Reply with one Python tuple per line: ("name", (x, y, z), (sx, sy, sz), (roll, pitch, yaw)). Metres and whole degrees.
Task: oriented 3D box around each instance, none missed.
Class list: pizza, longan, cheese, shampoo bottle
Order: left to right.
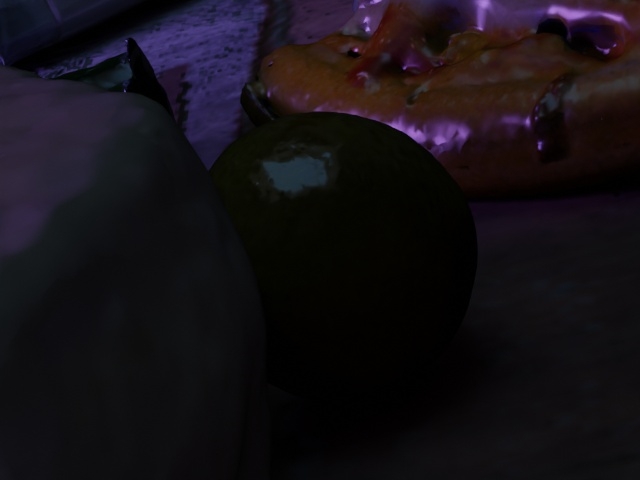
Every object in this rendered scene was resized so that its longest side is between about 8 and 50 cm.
("cheese", (-0.168, 0.065, 0.400), (0.318, 0.115, 0.326), (-13, 22, 11))
("shampoo bottle", (-0.076, -0.139, 0.892), (0.212, 0.049, 0.072), (-31, 30, -28))
("longan", (0.000, 0.000, 0.473), (0.075, 0.075, 0.083), (-26, 45, -19))
("pizza", (0.077, -0.088, 0.582), (0.185, 0.036, 0.176), (10, 66, 38))

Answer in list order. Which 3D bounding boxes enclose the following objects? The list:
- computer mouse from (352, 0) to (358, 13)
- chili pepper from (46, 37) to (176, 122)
("computer mouse", (0.093, -0.127, 0.733), (0.182, 0.056, 0.089), (-9, 28, 19))
("chili pepper", (-0.153, 0.003, 0.613), (0.227, 0.059, 0.088), (-17, 27, 7))
